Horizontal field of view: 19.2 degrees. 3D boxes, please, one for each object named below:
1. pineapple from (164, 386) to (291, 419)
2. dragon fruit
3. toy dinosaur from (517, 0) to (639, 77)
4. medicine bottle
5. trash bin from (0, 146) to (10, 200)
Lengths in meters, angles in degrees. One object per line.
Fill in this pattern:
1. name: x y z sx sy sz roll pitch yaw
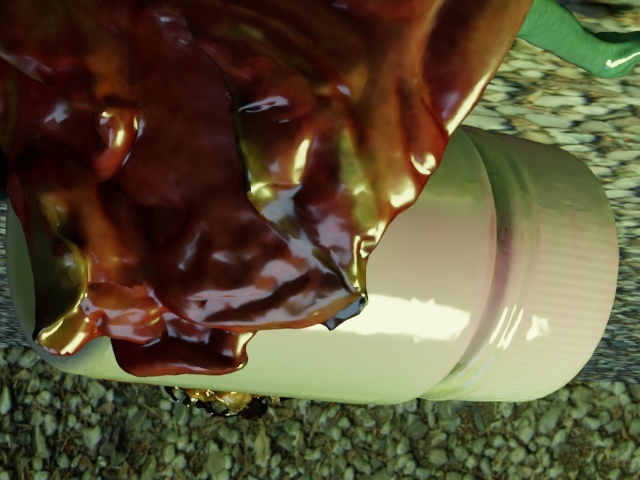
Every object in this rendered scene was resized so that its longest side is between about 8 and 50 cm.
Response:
1. pineapple: -0.046 0.015 1.923 0.262 0.263 0.271 13 145 -33
2. dragon fruit: -0.053 -0.117 0.799 0.286 0.329 0.228 -2 161 43
3. toy dinosaur: 0.008 -0.122 1.182 0.383 0.129 0.331 -10 167 13
4. medicine bottle: 0.000 0.000 1.292 0.388 0.219 0.219 7 171 -33
5. trash bin: -0.210 -0.108 1.396 0.175 0.175 0.161 2 178 24
